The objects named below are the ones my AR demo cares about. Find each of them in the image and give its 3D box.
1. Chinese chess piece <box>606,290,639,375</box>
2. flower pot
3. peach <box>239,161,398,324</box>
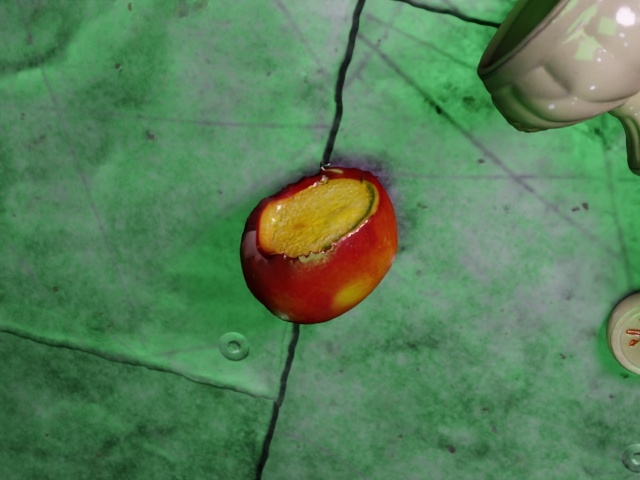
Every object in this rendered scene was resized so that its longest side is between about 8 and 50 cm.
[{"bbox_3d":[0.455,0.129,1.745,0.122,0.051,0.122,4,112,11],"label":"Chinese chess piece"},{"bbox_3d":[0.357,-0.222,1.491,0.244,0.307,0.307,39,114,-7],"label":"flower pot"},{"bbox_3d":[0.000,0.000,1.716,0.196,0.190,0.226,36,121,6],"label":"peach"}]
